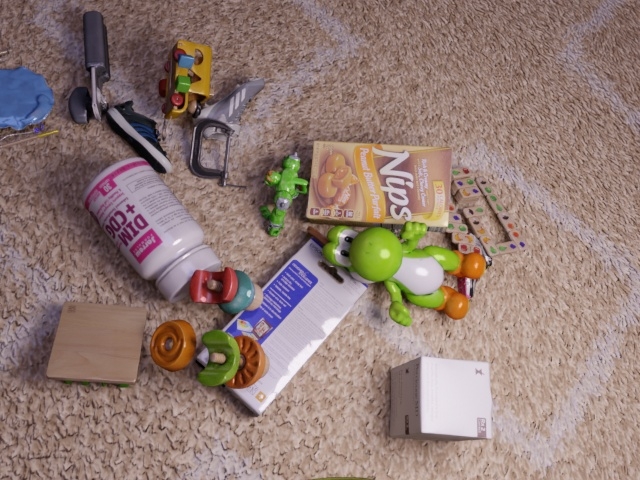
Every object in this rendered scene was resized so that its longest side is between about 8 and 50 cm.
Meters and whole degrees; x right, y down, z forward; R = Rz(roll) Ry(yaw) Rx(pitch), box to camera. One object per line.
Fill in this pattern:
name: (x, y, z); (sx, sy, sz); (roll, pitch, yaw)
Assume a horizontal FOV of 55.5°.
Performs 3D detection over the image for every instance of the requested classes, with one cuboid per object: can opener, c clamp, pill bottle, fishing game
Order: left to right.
fishing game: (-0.692, -0.315, 1.352); (0.189, 0.041, 0.264); (-30, 74, -30)
can opener: (-0.538, -0.397, 1.399); (0.095, 0.076, 0.283); (-8, 69, -8)
pill bottle: (-0.344, -0.020, 1.259); (0.160, 0.160, 0.283); (-38, 83, -23)
c clamp: (-0.234, -0.201, 1.406); (0.137, 0.022, 0.160); (2, 95, 2)

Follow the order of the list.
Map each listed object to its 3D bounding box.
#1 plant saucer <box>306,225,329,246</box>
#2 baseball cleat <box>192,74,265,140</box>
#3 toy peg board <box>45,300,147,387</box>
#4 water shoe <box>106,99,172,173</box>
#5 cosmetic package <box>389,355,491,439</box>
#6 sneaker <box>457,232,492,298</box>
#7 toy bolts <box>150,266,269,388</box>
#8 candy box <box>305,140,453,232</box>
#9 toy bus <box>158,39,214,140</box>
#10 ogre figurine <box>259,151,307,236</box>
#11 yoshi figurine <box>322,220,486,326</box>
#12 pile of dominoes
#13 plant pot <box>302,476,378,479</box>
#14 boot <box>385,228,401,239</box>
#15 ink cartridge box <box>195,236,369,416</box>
plant saucer: (0.000, 0.000, 1.383); (0.083, 0.083, 0.013); (40, 81, 3)
baseball cleat: (-0.203, -0.308, 1.462); (0.206, 0.072, 0.109); (-35, 87, -13)
toy peg board: (-0.438, 0.215, 1.206); (0.161, 0.079, 0.160); (7, 53, -12)
water shoe: (-0.394, -0.241, 1.379); (0.203, 0.073, 0.080); (44, 64, 4)
cosmetic package: (0.244, 0.334, 1.263); (0.152, 0.183, 0.151); (8, 68, -11)
sneaker: (0.377, 0.064, 1.463); (0.075, 0.063, 0.170); (13, 62, -3)
toy bolts: (-0.198, 0.171, 1.205); (0.218, 0.158, 0.228); (0, 75, 30)
candy box: (0.135, -0.123, 1.387); (0.317, 0.087, 0.182); (4, 83, 8)
toy bus: (-0.298, -0.348, 1.385); (0.104, 0.202, 0.191); (5, 41, -27)
ogre figurine: (-0.081, -0.120, 1.388); (0.097, 0.118, 0.197); (33, 65, 0)
yoshi figurine: (0.185, 0.061, 1.304); (0.362, 0.203, 0.203); (17, 49, -21)
pile of dominoes: (0.381, -0.072, 1.495); (0.196, 0.040, 0.251); (-11, 58, -23)
plant pot: (-0.015, 0.634, 1.020); (0.367, 0.366, 0.352); (-8, 83, -17)
boot: (0.214, -0.106, 1.472); (0.236, 0.085, 0.178); (-23, 78, -9)
ink cartridge box: (-0.076, 0.178, 1.306); (0.176, 0.069, 0.371); (41, 68, 4)
